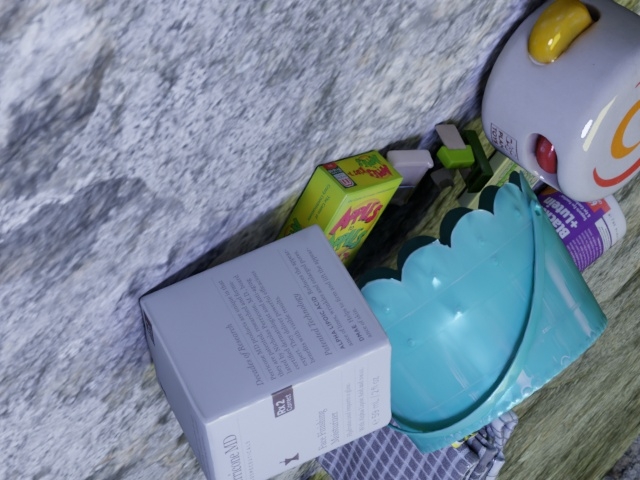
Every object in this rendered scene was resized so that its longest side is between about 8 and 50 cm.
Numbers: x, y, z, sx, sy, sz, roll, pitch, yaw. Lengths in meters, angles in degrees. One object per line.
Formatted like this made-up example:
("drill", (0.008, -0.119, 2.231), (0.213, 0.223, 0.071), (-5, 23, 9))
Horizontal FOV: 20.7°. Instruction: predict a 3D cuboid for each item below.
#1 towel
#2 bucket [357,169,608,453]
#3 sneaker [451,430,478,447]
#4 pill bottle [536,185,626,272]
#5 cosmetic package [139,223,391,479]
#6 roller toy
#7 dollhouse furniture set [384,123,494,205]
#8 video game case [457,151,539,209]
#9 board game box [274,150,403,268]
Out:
("towel", (0.095, 0.229, 2.053), (0.121, 0.235, 0.283), (-25, 152, -30))
("bucket", (0.146, 0.078, 1.802), (0.281, 0.183, 0.281), (-36, 180, 0))
("sneaker", (0.162, 0.197, 1.883), (0.035, 0.031, 0.083), (-36, -179, 30))
("pill bottle", (0.268, 0.009, 2.128), (0.193, 0.108, 0.108), (-38, 158, -17))
("cosmetic package", (-0.049, 0.112, 1.609), (0.184, 0.151, 0.151), (-24, 147, -13))
("roller toy", (0.259, -0.149, 1.762), (0.209, 0.146, 0.191), (-9, 129, -53))
("dollhouse furniture set", (0.101, -0.080, 1.774), (0.152, 0.058, 0.076), (-4, 147, -32))
("video game case", (0.236, -0.097, 1.994), (0.157, 0.019, 0.143), (-52, 158, 19))
("board game box", (0.000, 0.000, 1.708), (0.092, 0.043, 0.181), (-18, 147, -49))
